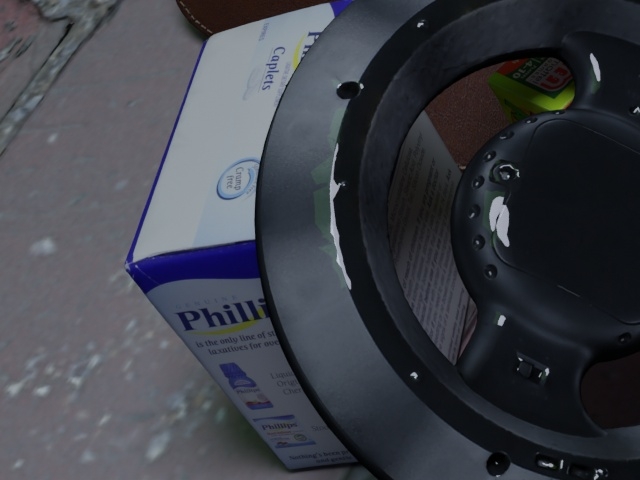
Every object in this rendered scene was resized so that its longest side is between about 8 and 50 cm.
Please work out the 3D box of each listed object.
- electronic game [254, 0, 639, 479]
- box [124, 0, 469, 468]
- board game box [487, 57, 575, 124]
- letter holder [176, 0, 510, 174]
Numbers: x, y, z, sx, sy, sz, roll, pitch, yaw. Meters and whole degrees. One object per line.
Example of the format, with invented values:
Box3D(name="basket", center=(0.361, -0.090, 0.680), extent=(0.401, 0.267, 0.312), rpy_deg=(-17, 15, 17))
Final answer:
Box3D(name="electronic game", center=(0.090, -0.001, 0.653), extent=(0.229, 0.048, 0.229), rpy_deg=(4, 70, -12))
Box3D(name="box", center=(0.000, 0.000, 0.735), extent=(0.072, 0.137, 0.126), rpy_deg=(-9, 45, 27))
Box3D(name="board game box", center=(0.158, -0.086, 0.755), extent=(0.181, 0.092, 0.043), rpy_deg=(-44, 41, -13))
Box3D(name="letter holder", center=(0.064, -0.168, 0.878), extent=(0.152, 0.214, 0.302), rpy_deg=(-16, 30, -32))
